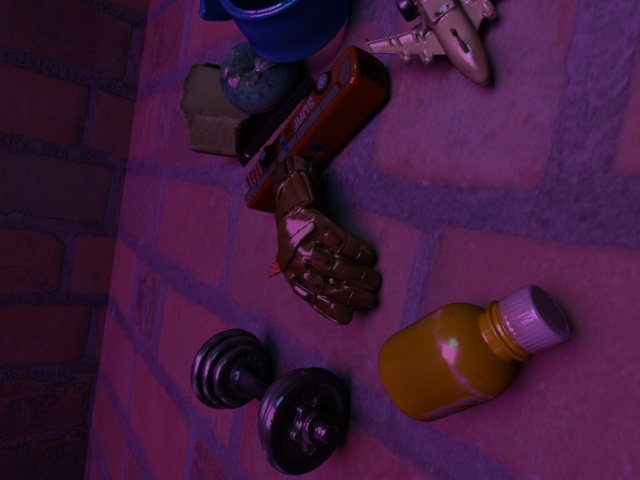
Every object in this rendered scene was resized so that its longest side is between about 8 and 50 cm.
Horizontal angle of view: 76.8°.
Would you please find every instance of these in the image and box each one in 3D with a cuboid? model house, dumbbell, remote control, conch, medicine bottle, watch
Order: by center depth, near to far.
[{"bbox_3d":[0.181,0.132,0.490,0.212,0.122,0.121,-43,54,38],"label":"medicine bottle"},{"bbox_3d":[-0.111,0.291,0.783,0.406,0.179,0.178,5,89,51],"label":"dumbbell"},{"bbox_3d":[-0.108,-0.495,0.807,0.305,0.241,0.274,-28,68,14],"label":"watch"},{"bbox_3d":[-0.089,-0.251,0.844,0.245,0.025,0.063,-56,17,-21],"label":"remote control"},{"bbox_3d":[-0.141,-0.388,0.955,0.196,0.134,0.202,-21,51,0],"label":"conch"},{"bbox_3d":[-0.264,-0.335,1.093,0.189,0.195,0.213,110,161,-54],"label":"model house"}]

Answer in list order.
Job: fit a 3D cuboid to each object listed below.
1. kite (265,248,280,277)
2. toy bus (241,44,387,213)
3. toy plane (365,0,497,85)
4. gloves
[{"bbox_3d":[-0.060,0.014,0.892,0.125,0.008,0.222,37,113,46],"label":"kite"},{"bbox_3d":[-0.029,-0.199,0.814,0.409,0.093,0.092,-41,51,41],"label":"toy bus"},{"bbox_3d":[0.179,-0.326,0.583,0.242,0.104,0.256,-30,55,27],"label":"toy plane"},{"bbox_3d":[-0.014,-0.003,0.732,0.154,0.141,0.330,-43,54,37],"label":"gloves"}]
